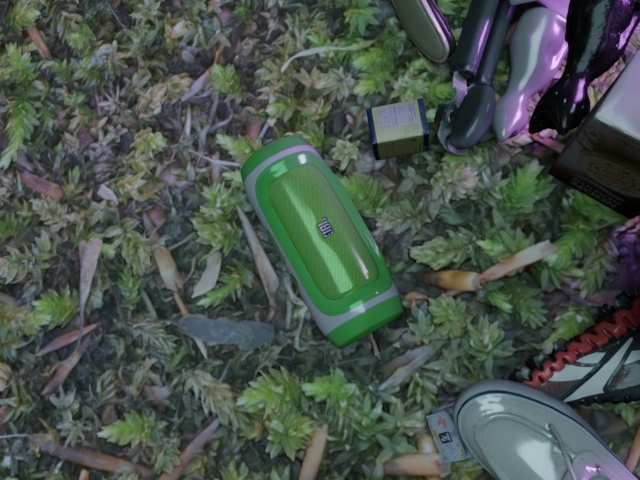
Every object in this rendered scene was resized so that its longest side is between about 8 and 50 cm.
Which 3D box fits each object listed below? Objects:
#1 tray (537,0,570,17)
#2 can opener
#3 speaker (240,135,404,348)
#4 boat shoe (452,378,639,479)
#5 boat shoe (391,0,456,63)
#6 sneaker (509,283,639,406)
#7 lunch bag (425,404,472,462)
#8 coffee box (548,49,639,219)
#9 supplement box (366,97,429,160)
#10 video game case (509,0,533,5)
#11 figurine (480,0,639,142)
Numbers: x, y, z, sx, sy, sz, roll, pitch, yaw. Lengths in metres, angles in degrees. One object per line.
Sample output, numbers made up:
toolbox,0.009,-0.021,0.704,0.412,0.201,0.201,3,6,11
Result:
tray,0.444,-0.437,0.938,0.270,0.030,0.145,-45,78,-1
can opener,0.240,-0.256,0.908,0.093,0.074,0.280,5,75,49
speaker,0.000,0.000,0.881,0.131,0.131,0.296,-30,78,2
boat shoe,0.309,0.322,0.726,0.367,0.156,0.136,42,109,-1
boat shoe,0.153,-0.385,0.947,0.079,0.084,0.233,-25,81,-15
sneaker,0.363,0.179,0.810,0.276,0.097,0.135,-34,75,0
lunch bag,0.196,0.262,0.845,0.083,0.053,0.071,-21,78,12
coffee box,0.401,-0.121,0.779,0.141,0.246,0.098,33,88,13
supplement box,0.116,-0.164,0.912,0.083,0.083,0.056,-10,80,8
video game case,0.368,-0.434,0.893,0.213,0.023,0.193,-8,58,12
figurine,0.313,-0.228,0.846,0.092,0.215,0.209,27,86,-16
